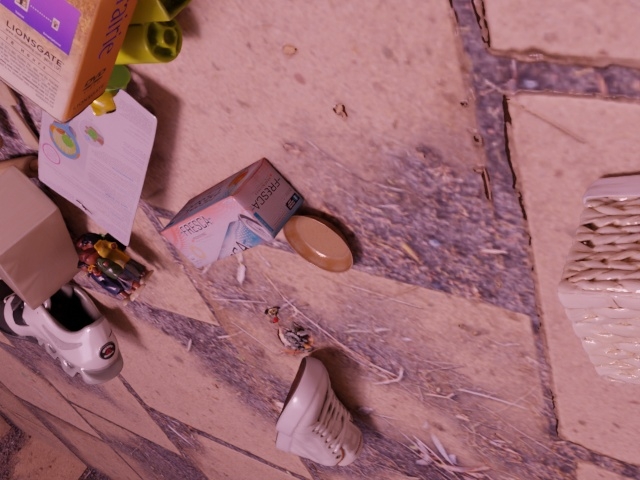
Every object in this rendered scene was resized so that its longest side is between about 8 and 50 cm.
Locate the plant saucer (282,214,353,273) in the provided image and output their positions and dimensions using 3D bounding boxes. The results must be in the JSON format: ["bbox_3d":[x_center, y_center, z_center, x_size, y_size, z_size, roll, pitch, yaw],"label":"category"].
[{"bbox_3d":[0.000,0.000,0.777,0.083,0.015,0.083,26,149,17],"label":"plant saucer"}]

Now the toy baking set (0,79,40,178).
[{"bbox_3d":[-0.439,-0.141,0.973,0.256,0.030,0.197,2,148,36],"label":"toy baking set"}]

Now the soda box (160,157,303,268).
[{"bbox_3d":[-0.098,-0.024,0.801,0.063,0.058,0.183,46,149,-16],"label":"soda box"}]

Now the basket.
[{"bbox_3d":[0.248,0.030,0.477,0.167,0.103,0.113,0,135,45],"label":"basket"}]

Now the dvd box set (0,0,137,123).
[{"bbox_3d":[-0.213,-0.300,0.439,0.308,0.062,0.420,38,139,-3],"label":"dvd box set"}]

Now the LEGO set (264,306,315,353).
[{"bbox_3d":[-0.042,0.121,0.982,0.083,0.023,0.054,36,150,-1],"label":"LEGO set"}]

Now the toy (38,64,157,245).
[{"bbox_3d":[-0.234,-0.107,0.826,0.137,0.056,0.237,38,145,4],"label":"toy"}]

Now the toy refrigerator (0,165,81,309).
[{"bbox_3d":[-0.420,0.003,1.077,0.094,0.102,0.269,43,160,6],"label":"toy refrigerator"}]

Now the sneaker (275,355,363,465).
[{"bbox_3d":[0.009,0.241,1.042,0.123,0.106,0.290,21,156,7],"label":"sneaker"}]

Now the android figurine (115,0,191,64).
[{"bbox_3d":[-0.203,-0.248,0.596,0.273,0.056,0.248,9,141,35],"label":"android figurine"}]

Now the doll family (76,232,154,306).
[{"bbox_3d":[-0.299,0.032,1.073,0.111,0.076,0.193,37,154,-12],"label":"doll family"}]

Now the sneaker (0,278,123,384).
[{"bbox_3d":[-0.484,0.117,1.362,0.331,0.122,0.146,22,130,24],"label":"sneaker"}]
